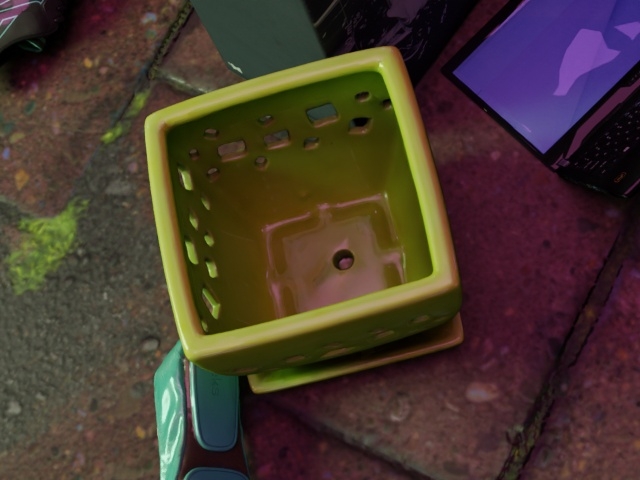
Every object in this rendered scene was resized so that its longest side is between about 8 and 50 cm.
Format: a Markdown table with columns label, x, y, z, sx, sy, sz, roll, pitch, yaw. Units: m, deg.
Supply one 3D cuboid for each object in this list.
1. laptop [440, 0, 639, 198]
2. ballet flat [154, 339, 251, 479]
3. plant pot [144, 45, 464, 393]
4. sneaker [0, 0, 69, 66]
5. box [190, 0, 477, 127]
| label | x | y | z | sx | sy | sz | roll | pitch | yaw |
| --- | --- | --- | --- | --- | --- | --- | --- | --- | --- |
| laptop | 0.262 | -0.177 | 1.217 | 0.234 | 0.264 | 0.136 | -45 | 103 | 0 |
| ballet flat | -0.105 | 0.201 | 1.206 | 0.083 | 0.087 | 0.247 | 12 | 60 | -29 |
| plant pot | 0.000 | 0.000 | 1.184 | 0.228 | 0.207 | 0.227 | -15 | 66 | 7 |
| sneaker | -0.291 | -0.258 | 1.428 | 0.267 | 0.101 | 0.106 | -44 | 88 | -6 |
| box | 0.033 | -0.303 | 1.219 | 0.179 | 0.343 | 0.312 | 33 | 80 | 21 |
